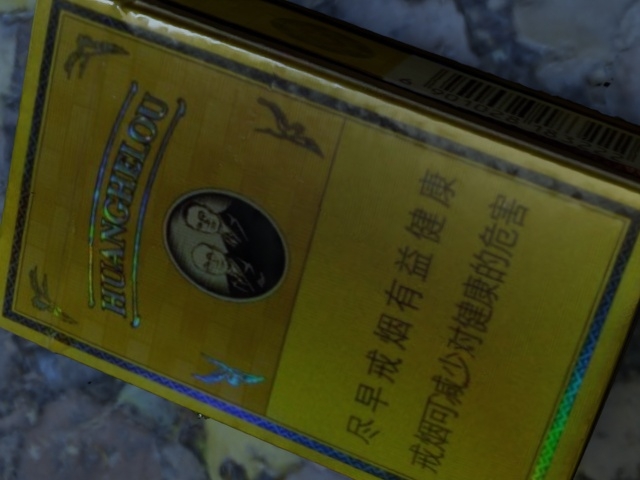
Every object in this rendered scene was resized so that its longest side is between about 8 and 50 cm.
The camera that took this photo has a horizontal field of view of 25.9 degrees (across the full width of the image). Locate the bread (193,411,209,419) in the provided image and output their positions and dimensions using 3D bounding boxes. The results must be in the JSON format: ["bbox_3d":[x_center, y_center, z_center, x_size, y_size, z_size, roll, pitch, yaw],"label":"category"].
[{"bbox_3d":[0.019,0.041,0.747,0.226,0.049,0.088,-34,89,23],"label":"bread"}]

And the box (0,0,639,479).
[{"bbox_3d":[0.000,0.000,0.662,0.302,0.084,0.192,21,115,12],"label":"box"}]
